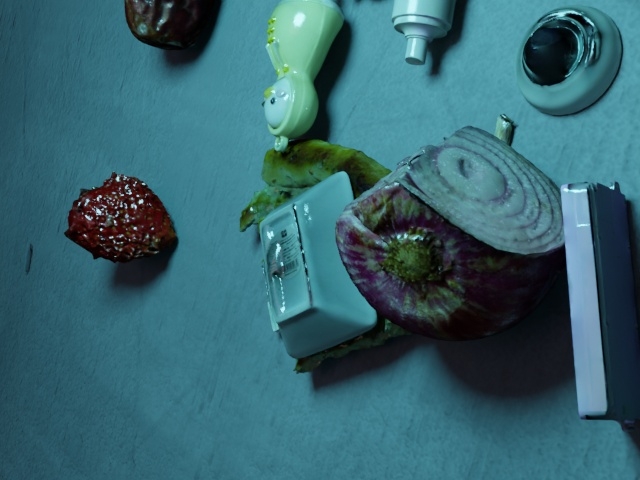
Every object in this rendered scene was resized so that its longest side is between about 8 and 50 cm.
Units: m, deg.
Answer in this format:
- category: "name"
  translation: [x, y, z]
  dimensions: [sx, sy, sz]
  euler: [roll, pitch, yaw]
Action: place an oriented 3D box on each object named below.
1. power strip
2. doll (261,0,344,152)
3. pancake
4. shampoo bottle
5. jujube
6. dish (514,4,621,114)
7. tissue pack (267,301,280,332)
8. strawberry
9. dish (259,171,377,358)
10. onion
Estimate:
- category: "power strip"
  translation: [0.313, 0.068, 0.880]
  dimensions: [0.038, 0.109, 0.278]
  euler: [-11, 75, 41]
- category: "doll"
  translation: [-0.041, -0.288, 1.277]
  dimensions: [0.141, 0.117, 0.296]
  euler: [2, 75, 58]
- category: "pancake"
  translation: [0.004, -0.003, 1.221]
  dimensions: [0.305, 0.067, 0.426]
  euler: [-40, 57, 26]
- category: "shampoo bottle"
  translation: [0.158, -0.401, 1.132]
  dimensions: [0.092, 0.092, 0.303]
  euler: [8, 88, 46]
- category: "jujube"
  translation: [-0.287, -0.496, 1.533]
  dimensions: [0.183, 0.183, 0.243]
  euler: [11, 92, 46]
- category: "dish"
  translation: [0.287, -0.232, 0.982]
  dimensions: [0.141, 0.078, 0.141]
  euler: [-10, 76, 43]
- category: "tissue pack"
  translation: [-0.042, 0.105, 1.293]
  dimensions: [0.108, 0.023, 0.056]
  euler: [-34, 60, 36]
- category: "strawberry"
  translation: [-0.379, -0.037, 1.565]
  dimensions: [0.202, 0.187, 0.184]
  euler: [21, 78, 18]
- category: "dish"
  translation: [-0.025, 0.035, 1.159]
  dimensions: [0.182, 0.080, 0.243]
  euler: [-29, 62, 41]
- category: "onion"
  translation: [0.154, 0.008, 0.975]
  dimensions: [0.256, 0.273, 0.230]
  euler: [56, 133, 29]
